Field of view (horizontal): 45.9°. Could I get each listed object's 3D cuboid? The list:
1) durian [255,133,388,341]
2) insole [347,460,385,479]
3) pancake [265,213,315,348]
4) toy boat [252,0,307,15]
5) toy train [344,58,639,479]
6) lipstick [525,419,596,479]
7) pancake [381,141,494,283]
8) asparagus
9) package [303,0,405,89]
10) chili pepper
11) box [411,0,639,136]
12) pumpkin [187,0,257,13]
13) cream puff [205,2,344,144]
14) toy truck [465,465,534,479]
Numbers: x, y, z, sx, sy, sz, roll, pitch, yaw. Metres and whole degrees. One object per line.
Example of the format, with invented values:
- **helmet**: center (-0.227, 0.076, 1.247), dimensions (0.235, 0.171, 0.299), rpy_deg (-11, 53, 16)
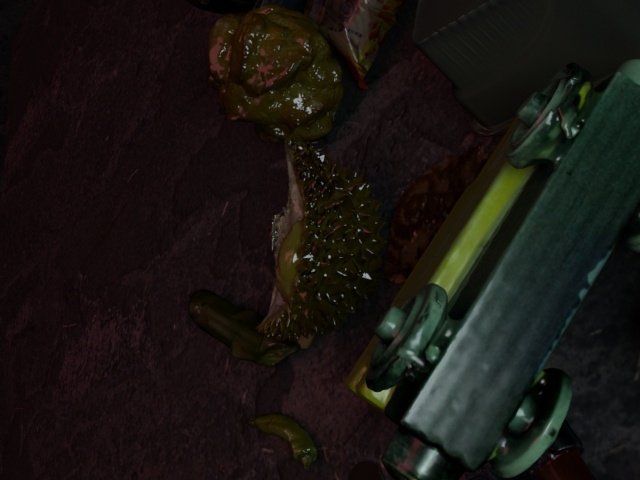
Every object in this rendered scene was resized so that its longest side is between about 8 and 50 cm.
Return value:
- **durian**: center (0.000, 0.000, 1.094), dimensions (0.166, 0.172, 0.306), rpy_deg (6, 98, 49)
- **insole**: center (0.070, 0.463, 1.006), dimensions (0.111, 0.007, 0.328), rpy_deg (-26, 59, 48)
- **pancake**: center (-0.042, 0.022, 1.254), dimensions (0.244, 0.057, 0.266), rpy_deg (30, 104, 53)
- **toy boat**: center (-0.059, -0.420, 1.373), dimensions (0.296, 0.114, 0.122), rpy_deg (-60, 19, 20)
- **toy train**: center (0.181, 0.030, 0.728), dimensions (0.442, 0.179, 0.272), rpy_deg (-56, 1, -9)
- **lipstick**: center (0.215, 0.172, 0.847), dimensions (0.081, 0.081, 0.300), rpy_deg (-55, 41, 27)
- **pancake**: center (0.172, -0.009, 0.985), dimensions (0.257, 0.056, 0.212), rpy_deg (-30, 49, 53)
- **asparagus**: center (-0.138, 0.158, 1.317), dimensions (0.343, 0.082, 0.085), rpy_deg (20, 96, 52)
- **package**: center (0.067, -0.405, 1.198), dimensions (0.223, 0.108, 0.288), rpy_deg (51, 125, 43)
- **chili pepper**: center (-0.060, 0.303, 1.206), dimensions (0.208, 0.043, 0.049), rpy_deg (16, 117, 58)
- **box**: center (0.238, -0.245, 0.851), dimensions (0.274, 0.178, 0.138), rpy_deg (-21, 46, 46)
- **pumpkin**: center (-0.182, -0.608, 1.488), dimensions (0.323, 0.241, 0.323), rpy_deg (-22, 63, 50)
- **cream puff**: center (-0.079, -0.270, 1.248), dimensions (0.244, 0.196, 0.244), rpy_deg (20, 120, 41)
- **toy truck**: center (0.227, 0.315, 0.781), dimensions (0.092, 0.083, 0.192), rpy_deg (-61, 38, 14)
